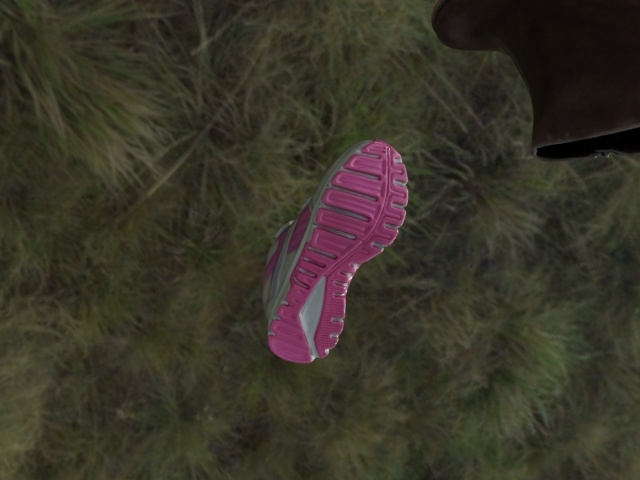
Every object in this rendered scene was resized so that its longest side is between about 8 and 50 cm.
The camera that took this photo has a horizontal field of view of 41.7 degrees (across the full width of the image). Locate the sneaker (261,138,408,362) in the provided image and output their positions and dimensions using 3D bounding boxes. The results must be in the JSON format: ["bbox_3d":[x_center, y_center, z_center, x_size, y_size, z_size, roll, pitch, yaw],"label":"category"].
[{"bbox_3d":[0.000,0.000,0.915,0.103,0.111,0.252,27,96,-29],"label":"sneaker"}]

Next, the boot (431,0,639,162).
[{"bbox_3d":[0.197,-0.161,0.743,0.090,0.248,0.207,52,45,-44],"label":"boot"}]
